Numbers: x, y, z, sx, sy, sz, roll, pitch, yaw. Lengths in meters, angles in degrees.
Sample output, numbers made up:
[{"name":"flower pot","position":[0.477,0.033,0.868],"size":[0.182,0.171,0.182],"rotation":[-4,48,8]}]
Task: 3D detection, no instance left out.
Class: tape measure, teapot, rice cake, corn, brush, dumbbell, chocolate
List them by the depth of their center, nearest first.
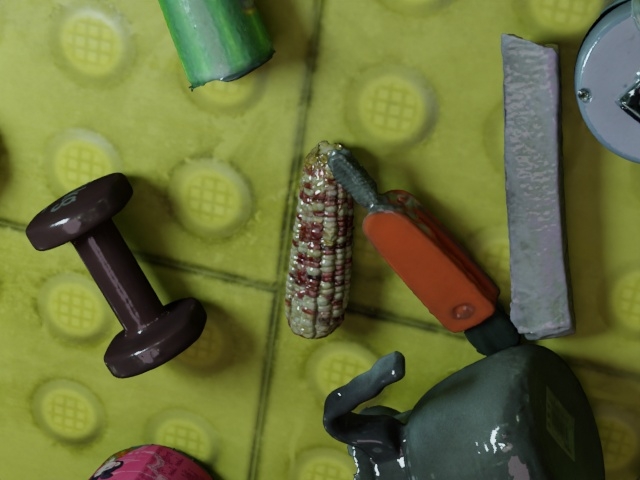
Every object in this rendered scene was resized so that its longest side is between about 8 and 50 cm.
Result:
[{"name":"tape measure","position":[0.349,-0.164,1.361],"size":[0.182,0.107,0.181],"rotation":[31,112,-3]},{"name":"chocolate","position":[-0.145,-0.312,1.433],"size":[0.110,0.110,0.291],"rotation":[-15,107,21]},{"name":"rice cake","position":[0.234,-0.055,1.468],"size":[0.073,0.056,0.365],"rotation":[-1,114,16]},{"name":"teapot","position":[0.138,0.252,1.520],"size":[0.285,0.305,0.223],"rotation":[-20,73,30]},{"name":"brush","position":[0.118,0.012,1.523],"size":[0.070,0.051,0.323],"rotation":[-28,115,31]},{"name":"corn","position":[0.000,0.000,1.551],"size":[0.080,0.079,0.237],"rotation":[8,114,12]},{"name":"dumbbell","position":[-0.240,0.042,1.598],"size":[0.124,0.140,0.225],"rotation":[-25,107,14]}]

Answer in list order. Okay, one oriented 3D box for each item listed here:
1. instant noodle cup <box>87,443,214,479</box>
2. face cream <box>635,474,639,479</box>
[{"name":"instant noodle cup","position":[-0.229,0.379,1.727],"size":[0.302,0.181,0.258],"rotation":[-9,111,18]},{"name":"face cream","position":[0.447,0.245,1.528],"size":[0.096,0.096,0.214],"rotation":[33,118,-1]}]
